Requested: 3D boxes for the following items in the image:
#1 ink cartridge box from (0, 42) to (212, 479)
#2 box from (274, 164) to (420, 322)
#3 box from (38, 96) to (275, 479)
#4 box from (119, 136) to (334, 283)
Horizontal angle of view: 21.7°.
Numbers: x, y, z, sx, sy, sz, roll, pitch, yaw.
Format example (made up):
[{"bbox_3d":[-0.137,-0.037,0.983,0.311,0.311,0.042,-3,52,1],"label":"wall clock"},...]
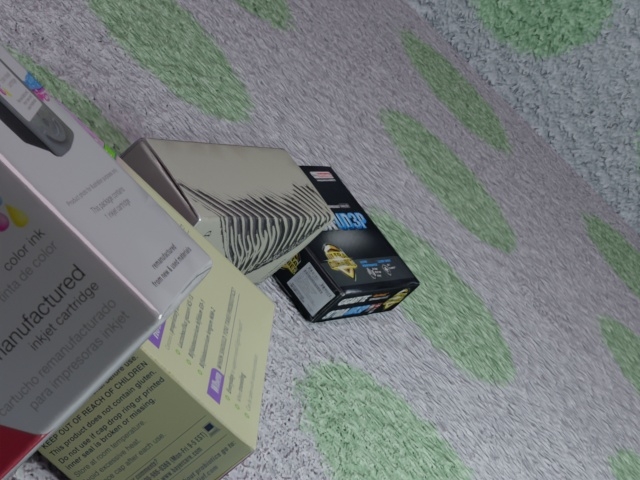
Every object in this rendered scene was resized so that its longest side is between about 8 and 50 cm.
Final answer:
[{"bbox_3d":[-0.253,-0.007,0.981,0.306,0.226,0.131,44,18,-4],"label":"ink cartridge box"},{"bbox_3d":[0.000,0.000,1.763,0.175,0.051,0.220,52,20,15],"label":"box"},{"bbox_3d":[-0.161,0.051,1.203,0.243,0.117,0.213,45,20,-18],"label":"box"},{"bbox_3d":[-0.103,-0.022,1.503,0.094,0.113,0.275,53,21,14],"label":"box"}]
